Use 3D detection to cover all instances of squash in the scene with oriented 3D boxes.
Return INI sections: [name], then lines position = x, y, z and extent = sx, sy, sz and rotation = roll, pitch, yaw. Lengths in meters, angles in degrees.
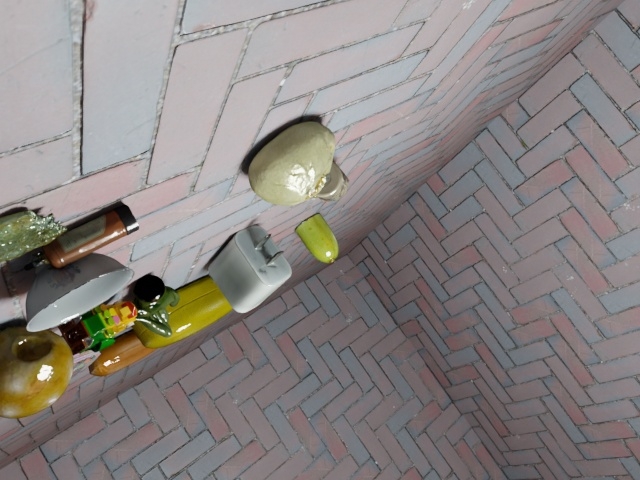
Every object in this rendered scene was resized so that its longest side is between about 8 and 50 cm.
[squash]
position = 0.000, 0.000, 1.939
extent = 0.123, 0.186, 0.123
rotation = -33, 165, -10

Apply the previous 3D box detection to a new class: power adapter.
[power adapter]
position = -0.190, 0.069, 1.519
extent = 0.124, 0.187, 0.255
rotation = -28, 169, -47

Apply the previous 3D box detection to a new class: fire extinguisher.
[fire extinguisher]
position = -0.378, 0.002, 0.838
extent = 0.177, 0.050, 0.062
rotation = -30, -166, -25

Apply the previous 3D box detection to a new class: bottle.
[bottle]
position = 0.018, -0.148, 1.417
extent = 0.110, 0.097, 0.209
rotation = -36, 172, 7

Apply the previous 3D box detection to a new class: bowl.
[bowl]
position = -0.421, 0.067, 0.897
extent = 0.189, 0.086, 0.189
rotation = -34, 176, -3

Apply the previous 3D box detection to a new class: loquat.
[loquat]
position = -0.591, 0.261, 1.050
extent = 0.179, 0.179, 0.227
rotation = -27, 165, -47

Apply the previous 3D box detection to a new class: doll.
[doll]
position = -0.513, 0.198, 1.222
extent = 0.134, 0.106, 0.186
rotation = -34, 175, 42

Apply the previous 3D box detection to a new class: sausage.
[sausage]
position = -0.617, 0.348, 1.713
extent = 0.274, 0.105, 0.105
rotation = -27, 169, -47

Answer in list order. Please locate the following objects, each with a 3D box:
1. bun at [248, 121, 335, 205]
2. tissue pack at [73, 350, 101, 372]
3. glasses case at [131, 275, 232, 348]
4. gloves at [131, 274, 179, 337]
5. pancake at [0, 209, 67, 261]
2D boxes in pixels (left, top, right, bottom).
[bun]
position = -0.043, -0.142, 1.089
extent = 0.222, 0.127, 0.222
rotation = -33, 169, -7
[tissue pack]
position = -0.701, 0.342, 1.464
extent = 0.109, 0.060, 0.148
rotation = -37, 171, 23
[glasses case]
position = -0.404, 0.221, 1.692
extent = 0.371, 0.141, 0.173
rotation = -27, 168, -47
[gloves]
position = -0.434, 0.168, 1.395
extent = 0.135, 0.107, 0.268
rotation = -40, 158, -26
[pancake]
position = -0.418, -0.002, 0.732
extent = 0.116, 0.022, 0.129
rotation = -30, 171, -17
